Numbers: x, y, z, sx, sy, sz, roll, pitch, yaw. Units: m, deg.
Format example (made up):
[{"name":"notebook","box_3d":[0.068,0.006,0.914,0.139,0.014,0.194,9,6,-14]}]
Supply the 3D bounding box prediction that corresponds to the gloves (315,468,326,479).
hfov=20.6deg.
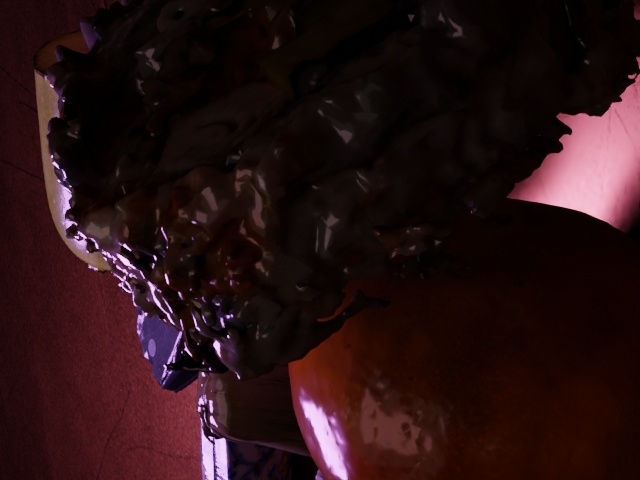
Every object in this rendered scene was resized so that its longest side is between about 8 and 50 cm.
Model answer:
[{"name":"gloves","box_3d":[0.054,0.246,1.566,0.144,0.110,0.094,-98,6,-47]}]

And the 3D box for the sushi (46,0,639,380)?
[{"name":"sushi","box_3d":[0.007,-0.097,1.141,0.417,0.417,0.176,16,142,55]}]

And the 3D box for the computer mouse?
[{"name":"computer mouse","box_3d":[-0.126,0.054,1.776,0.126,0.071,0.231,-121,39,-46]}]

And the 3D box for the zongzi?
[{"name":"zongzi","box_3d":[0.008,0.152,1.508,0.197,0.194,0.099,30,112,44]}]

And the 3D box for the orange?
[{"name":"orange","box_3d":[0.118,0.089,1.183,0.284,0.284,0.226,32,126,47]}]

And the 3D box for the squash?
[{"name":"squash","box_3d":[-0.215,-0.081,1.781,0.132,0.132,0.247,36,137,44]}]

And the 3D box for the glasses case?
[{"name":"glasses case","box_3d":[-0.074,0.208,1.759,0.065,0.087,0.248,30,132,43]}]
